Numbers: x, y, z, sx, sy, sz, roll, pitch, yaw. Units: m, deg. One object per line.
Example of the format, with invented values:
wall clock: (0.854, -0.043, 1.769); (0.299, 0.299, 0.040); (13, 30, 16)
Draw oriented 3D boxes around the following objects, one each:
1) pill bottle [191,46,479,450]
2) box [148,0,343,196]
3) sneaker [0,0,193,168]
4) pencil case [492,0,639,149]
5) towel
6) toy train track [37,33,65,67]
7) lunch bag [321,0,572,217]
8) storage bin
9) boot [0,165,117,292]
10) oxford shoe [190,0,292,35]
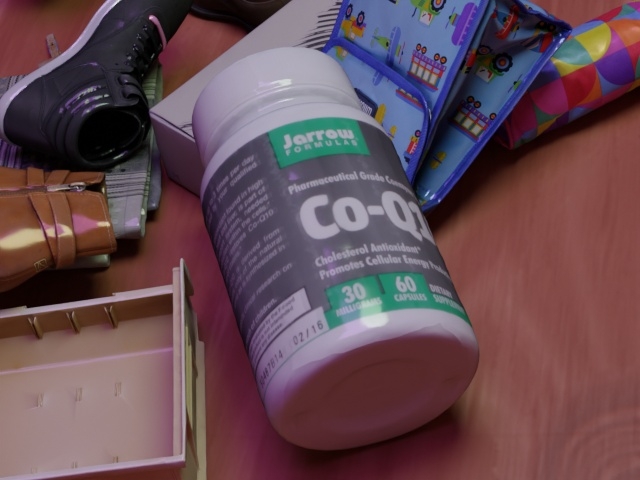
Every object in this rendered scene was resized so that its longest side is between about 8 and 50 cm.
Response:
pill bottle: (0.000, 0.000, 1.411); (0.204, 0.204, 0.361); (-17, 56, -5)
box: (-0.059, -0.169, 1.674); (0.094, 0.113, 0.275); (31, 61, 31)
sneaker: (-0.215, -0.186, 1.667); (0.147, 0.104, 0.296); (30, 64, 34)
pencil case: (0.284, -0.180, 1.628); (0.236, 0.104, 0.104); (-23, 48, -9)
towel: (-0.337, -0.082, 1.698); (0.324, 0.056, 0.312); (-7, 44, 7)
toy train track: (-0.333, -0.233, 1.853); (0.048, 0.014, 0.083); (-23, 42, -1)
lunch bag: (0.090, -0.158, 1.577); (0.221, 0.138, 0.293); (38, 103, 47)
storage bin: (-0.246, 0.152, 1.404); (0.262, 0.123, 0.260); (-9, 47, 4)
boot: (-0.338, -0.057, 1.560); (0.220, 0.109, 0.283); (-14, 38, -9)
oxford shoe: (-0.110, -0.323, 1.837); (0.227, 0.096, 0.083); (26, 59, 32)
